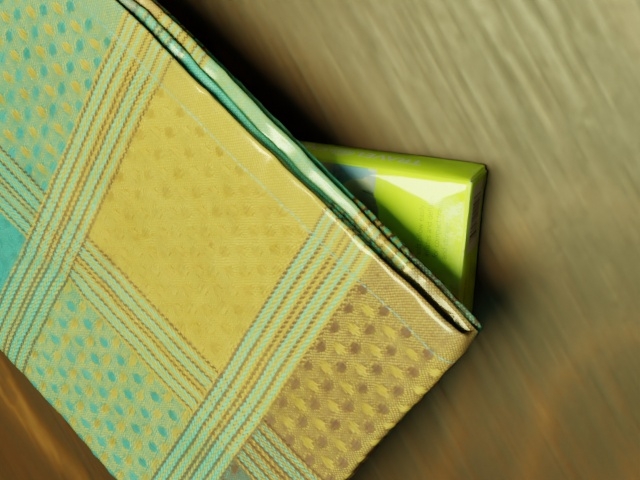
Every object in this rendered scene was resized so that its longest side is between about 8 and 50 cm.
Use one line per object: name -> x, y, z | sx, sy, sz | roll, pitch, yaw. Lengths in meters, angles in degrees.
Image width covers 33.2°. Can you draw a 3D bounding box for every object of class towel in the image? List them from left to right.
towel -> -0.112, 0.005, 0.629 | 0.370, 0.040, 0.271 | 45, 125, 13

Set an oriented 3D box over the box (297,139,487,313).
box -> 0.000, 0.000, 0.614 | 0.178, 0.042, 0.109 | 9, 108, 20
